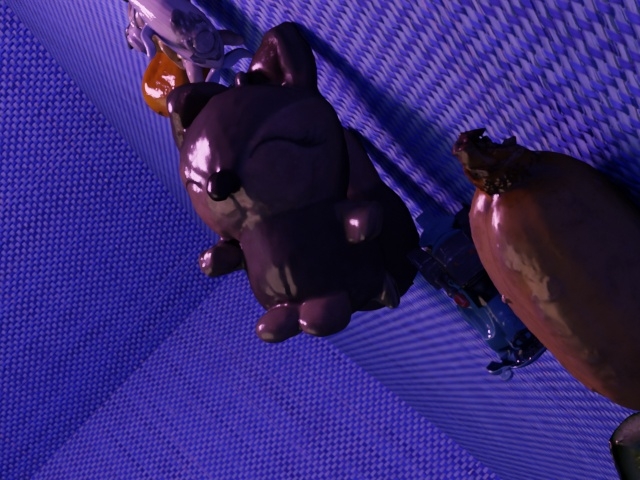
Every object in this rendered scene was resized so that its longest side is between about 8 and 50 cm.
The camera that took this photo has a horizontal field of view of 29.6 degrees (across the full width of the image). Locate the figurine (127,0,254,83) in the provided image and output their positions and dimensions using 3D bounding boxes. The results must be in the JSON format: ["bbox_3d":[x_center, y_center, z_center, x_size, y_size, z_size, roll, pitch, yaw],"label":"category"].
[{"bbox_3d":[-0.196,-0.294,1.711,0.208,0.128,0.184,44,174,-30],"label":"figurine"}]

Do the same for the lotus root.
[{"bbox_3d":[0.242,0.020,1.118,0.343,0.151,0.169,50,174,-15],"label":"lotus root"}]

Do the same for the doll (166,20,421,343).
[{"bbox_3d":[-0.039,-0.063,1.569,0.378,0.252,0.383,1,-111,-79],"label":"doll"}]

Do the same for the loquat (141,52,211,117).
[{"bbox_3d":[-0.234,-0.266,1.976,0.113,0.137,0.137,7,-166,-34],"label":"loquat"}]

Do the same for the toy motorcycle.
[{"bbox_3d":[0.217,0.074,1.579,0.272,0.123,0.182,49,180,-33],"label":"toy motorcycle"}]

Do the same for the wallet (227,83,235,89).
[{"bbox_3d":[-0.088,-0.166,2.015,0.202,0.059,0.141,43,177,12],"label":"wallet"}]

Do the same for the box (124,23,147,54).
[{"bbox_3d":[-0.280,-0.346,2.009,0.054,0.074,0.099,34,171,1],"label":"box"}]

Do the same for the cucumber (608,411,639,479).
[{"bbox_3d":[0.474,0.311,1.649,0.115,0.086,0.193,-22,122,31],"label":"cucumber"}]

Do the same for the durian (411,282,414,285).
[{"bbox_3d":[0.001,0.001,2.085,0.341,0.191,0.112,41,145,24],"label":"durian"}]
